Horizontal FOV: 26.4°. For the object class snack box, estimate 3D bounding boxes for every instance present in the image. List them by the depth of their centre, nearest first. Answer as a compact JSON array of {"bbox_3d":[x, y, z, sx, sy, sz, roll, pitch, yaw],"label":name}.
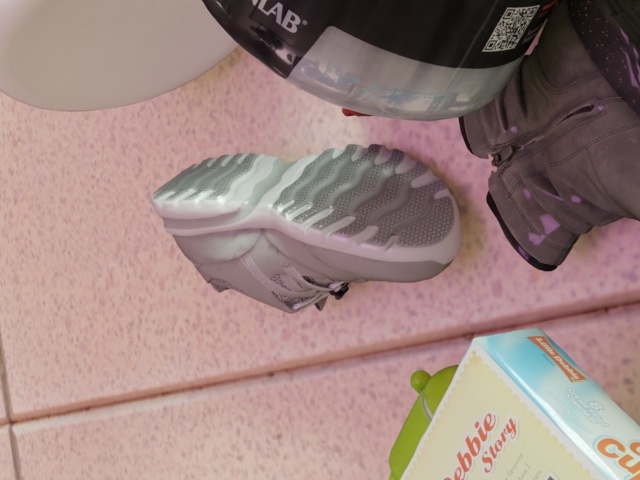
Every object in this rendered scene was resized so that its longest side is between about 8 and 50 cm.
[{"bbox_3d":[0.096,0.231,0.763,0.187,0.060,0.322,48,127,37],"label":"snack box"}]

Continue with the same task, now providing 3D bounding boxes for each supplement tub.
[{"bbox_3d":[0.077,-0.246,0.703,0.207,0.207,0.338,55,133,31],"label":"supplement tub"},{"bbox_3d":[-0.198,-0.295,1.069,0.241,0.241,0.331,-44,60,43],"label":"supplement tub"}]

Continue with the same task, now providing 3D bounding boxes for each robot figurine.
[{"bbox_3d":[0.088,0.131,0.902,0.101,0.067,0.115,55,132,43],"label":"robot figurine"}]

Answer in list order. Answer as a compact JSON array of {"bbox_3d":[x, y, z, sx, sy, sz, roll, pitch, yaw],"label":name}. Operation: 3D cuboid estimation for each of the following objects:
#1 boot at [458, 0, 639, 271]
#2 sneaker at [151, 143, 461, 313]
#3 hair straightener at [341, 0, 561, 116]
[{"bbox_3d":[0.173,-0.027,0.787,0.161,0.083,0.247,-53,48,46],"label":"boot"},{"bbox_3d":[0.000,0.000,0.998,0.281,0.105,0.115,9,130,48],"label":"sneaker"},{"bbox_3d":[0.087,-0.159,0.888,0.230,0.047,0.089,-26,74,48],"label":"hair straightener"}]
